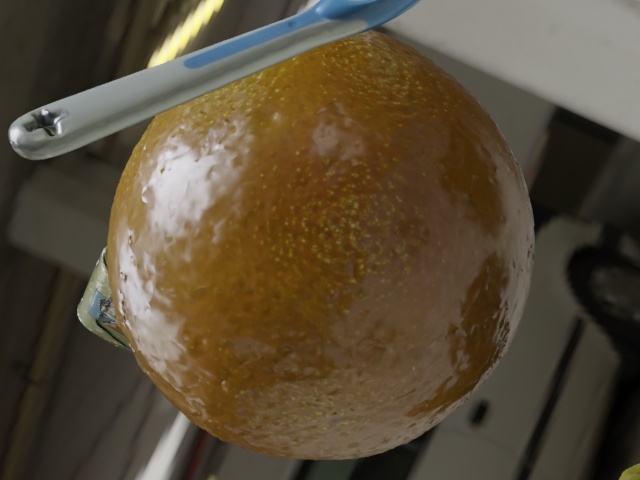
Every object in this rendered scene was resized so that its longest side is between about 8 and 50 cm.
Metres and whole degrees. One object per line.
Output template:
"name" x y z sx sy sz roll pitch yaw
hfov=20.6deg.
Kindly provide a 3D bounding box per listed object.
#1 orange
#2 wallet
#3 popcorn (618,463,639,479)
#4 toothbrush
"orange" 0.000 0.000 1.100 0.274 0.274 0.274 25 -90 -86
"wallet" -0.173 0.066 1.668 0.039 0.110 0.155 -61 3 -26
"popcorn" 0.257 0.267 1.232 0.255 0.195 0.256 -52 -53 -36
"toothbrush" 0.023 -0.123 0.863 0.386 0.040 0.040 -24 -23 -22
